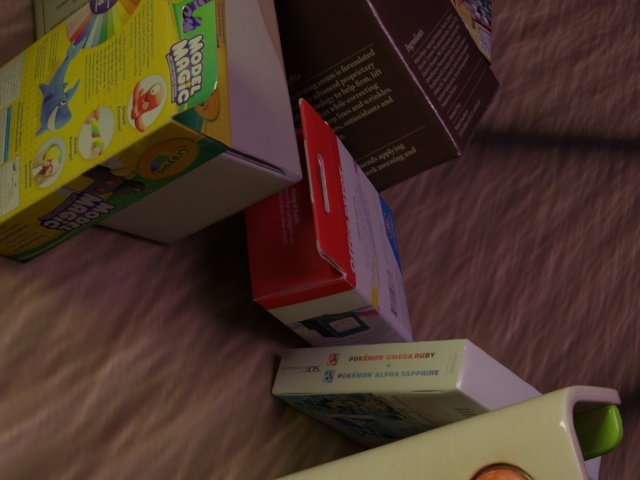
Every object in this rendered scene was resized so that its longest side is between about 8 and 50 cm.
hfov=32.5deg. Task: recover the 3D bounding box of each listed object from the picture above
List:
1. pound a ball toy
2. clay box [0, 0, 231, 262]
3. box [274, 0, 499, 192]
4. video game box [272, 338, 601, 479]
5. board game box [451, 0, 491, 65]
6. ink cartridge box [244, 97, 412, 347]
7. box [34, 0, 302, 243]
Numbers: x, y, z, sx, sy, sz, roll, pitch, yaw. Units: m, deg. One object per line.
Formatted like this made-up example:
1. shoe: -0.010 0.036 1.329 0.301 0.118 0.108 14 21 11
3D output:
1. pound a ball toy: 0.103 0.225 0.720 0.135 0.319 0.208 11 61 -52
2. clay box: -0.130 -0.085 0.677 0.053 0.222 0.128 26 50 -45
3. box: 0.032 -0.160 1.006 0.203 0.168 0.167 57 34 -15
4. video game box: 0.096 0.142 0.886 0.205 0.187 0.048 36 57 -38
5. board game box: 0.134 -0.343 1.389 0.243 0.042 0.165 41 40 -33
6. ink cartridge box: 0.000 0.000 0.880 0.231 0.078 0.134 47 32 -60
7. box: -0.123 -0.171 0.817 0.121 0.148 0.311 18 57 -50
